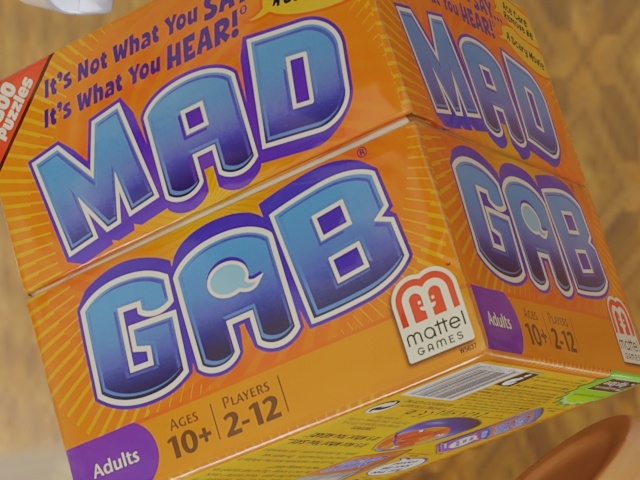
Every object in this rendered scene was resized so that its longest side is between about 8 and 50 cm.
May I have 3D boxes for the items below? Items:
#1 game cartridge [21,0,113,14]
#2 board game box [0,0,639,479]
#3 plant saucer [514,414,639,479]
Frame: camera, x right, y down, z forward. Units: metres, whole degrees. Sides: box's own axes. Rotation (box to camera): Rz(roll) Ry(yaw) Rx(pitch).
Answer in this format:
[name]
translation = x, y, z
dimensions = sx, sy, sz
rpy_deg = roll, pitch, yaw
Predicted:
[game cartridge]
translation = -0.166, -0.296, 1.257
dimensions = 0.198, 0.062, 0.297
rpy_deg = -146, 57, -75
[board game box]
translation = 0.000, 0.000, 1.598
dimensions = 0.356, 0.356, 0.356
rpy_deg = -24, 73, 23
[plant saucer]
translation = 0.146, 0.175, 1.232
dimensions = 0.037, 0.200, 0.200
rpy_deg = 48, 148, -3
